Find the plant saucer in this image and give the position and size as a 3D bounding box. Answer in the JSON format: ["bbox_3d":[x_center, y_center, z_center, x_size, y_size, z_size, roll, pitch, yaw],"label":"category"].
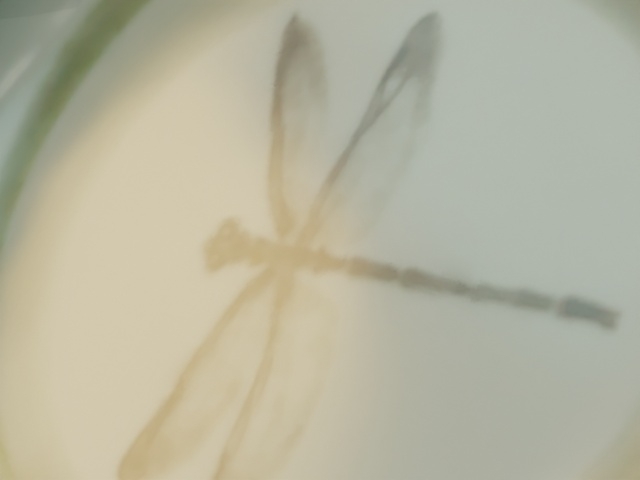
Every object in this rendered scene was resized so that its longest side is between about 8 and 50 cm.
[{"bbox_3d":[0.000,0.000,0.464,0.400,0.100,0.401,-13,58,23],"label":"plant saucer"}]
